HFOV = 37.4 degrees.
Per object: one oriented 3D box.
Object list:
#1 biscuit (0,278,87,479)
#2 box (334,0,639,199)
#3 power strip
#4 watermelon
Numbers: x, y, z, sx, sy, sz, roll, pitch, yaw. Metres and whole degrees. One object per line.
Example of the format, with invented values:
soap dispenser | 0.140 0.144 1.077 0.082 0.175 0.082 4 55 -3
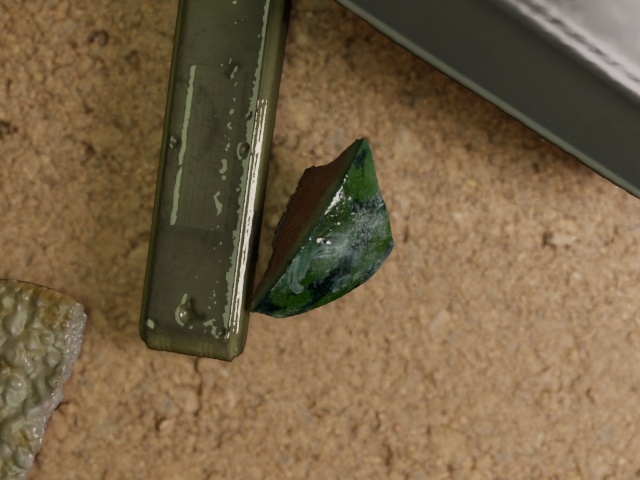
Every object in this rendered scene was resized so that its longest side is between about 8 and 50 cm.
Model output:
biscuit | -0.310 0.137 0.822 0.265 0.040 0.188 -31 87 3
box | 0.228 -0.267 0.673 0.396 0.111 0.396 28 106 -18
power strip | -0.085 -0.094 0.807 0.092 0.066 0.388 8 91 5
watermelon | 0.003 0.005 0.796 0.101 0.080 0.155 45 66 -32
